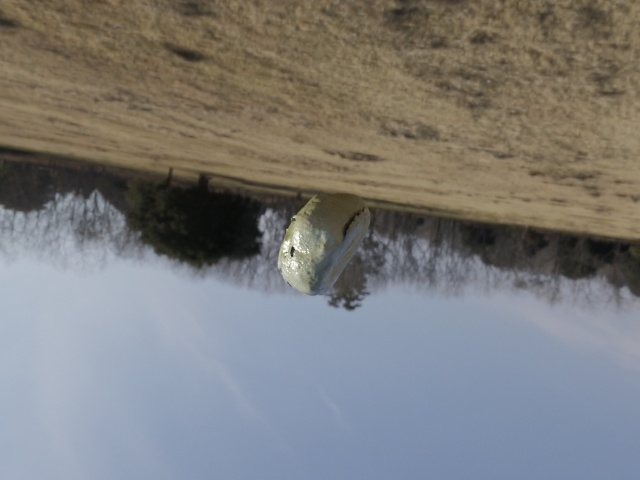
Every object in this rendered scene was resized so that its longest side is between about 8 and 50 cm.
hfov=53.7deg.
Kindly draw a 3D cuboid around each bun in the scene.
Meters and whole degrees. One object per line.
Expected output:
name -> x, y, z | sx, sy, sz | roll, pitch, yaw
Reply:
bun -> 0.000, 0.000, 1.283 | 0.141, 0.239, 0.239 | 34, -172, 12
